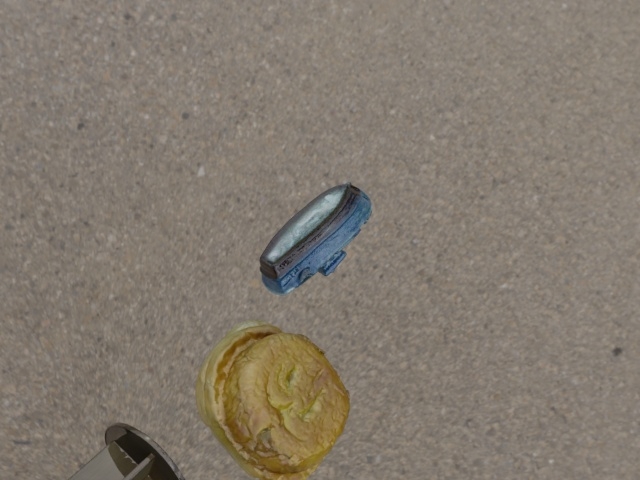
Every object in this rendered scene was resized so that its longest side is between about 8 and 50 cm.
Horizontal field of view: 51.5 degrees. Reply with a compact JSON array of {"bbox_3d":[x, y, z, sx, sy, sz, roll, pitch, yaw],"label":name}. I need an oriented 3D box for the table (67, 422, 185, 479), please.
[{"bbox_3d":[-0.299,0.370,0.839,0.167,0.167,0.226,45,47,6],"label":"table"}]

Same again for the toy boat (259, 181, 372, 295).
[{"bbox_3d":[0.000,0.000,0.634,0.060,0.061,0.137,25,65,41],"label":"toy boat"}]

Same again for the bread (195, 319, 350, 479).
[{"bbox_3d":[-0.066,0.232,0.947,0.236,0.120,0.198,51,44,-10],"label":"bread"}]
